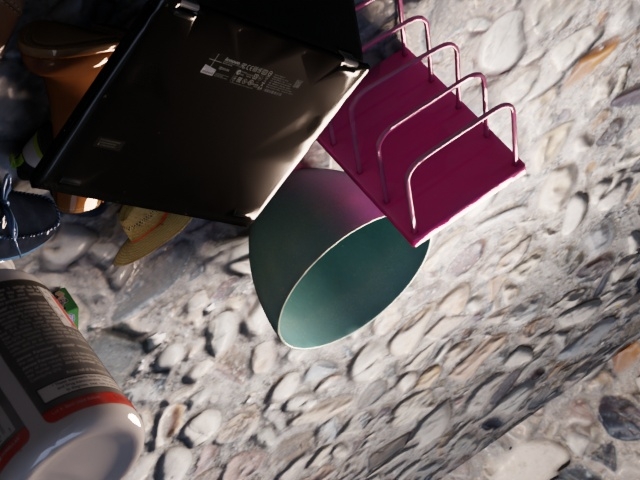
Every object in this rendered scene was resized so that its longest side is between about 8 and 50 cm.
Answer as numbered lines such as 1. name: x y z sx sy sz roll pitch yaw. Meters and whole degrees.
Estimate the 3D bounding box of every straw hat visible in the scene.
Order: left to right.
1. straw hat: -0.250 -0.032 2.150 0.144 0.144 0.061 -37 109 -7

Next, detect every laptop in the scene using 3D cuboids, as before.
1. laptop: -0.145 -0.260 1.754 0.382 0.236 0.408 11 122 -54

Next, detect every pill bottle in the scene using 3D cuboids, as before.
1. pill bottle: -0.399 0.168 1.940 0.210 0.363 0.210 -29 149 -19

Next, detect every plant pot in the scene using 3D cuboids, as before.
1. plant pot: 0.000 0.000 2.359 0.290 0.195 0.290 -30 151 -19

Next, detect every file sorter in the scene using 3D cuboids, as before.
1. file sorter: 0.120 -0.185 2.147 0.202 0.291 0.182 -33 148 -13

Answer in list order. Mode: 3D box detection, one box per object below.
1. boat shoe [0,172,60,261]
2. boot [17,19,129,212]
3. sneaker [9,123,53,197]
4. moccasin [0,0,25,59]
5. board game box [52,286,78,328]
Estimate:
1. boat shoe: -0.429 -0.024 1.896 0.258 0.109 0.089 -12 154 -45
2. boot: -0.292 -0.141 1.773 0.283 0.109 0.220 -54 159 -79
3. sneaker: -0.314 -0.094 1.993 0.097 0.084 0.234 -31 151 24
4. moccasin: -0.450 -0.142 1.676 0.147 0.139 0.380 -3 135 -45
5. board game box: -0.466 0.221 2.273 0.213 0.046 0.317 -26 149 -27
